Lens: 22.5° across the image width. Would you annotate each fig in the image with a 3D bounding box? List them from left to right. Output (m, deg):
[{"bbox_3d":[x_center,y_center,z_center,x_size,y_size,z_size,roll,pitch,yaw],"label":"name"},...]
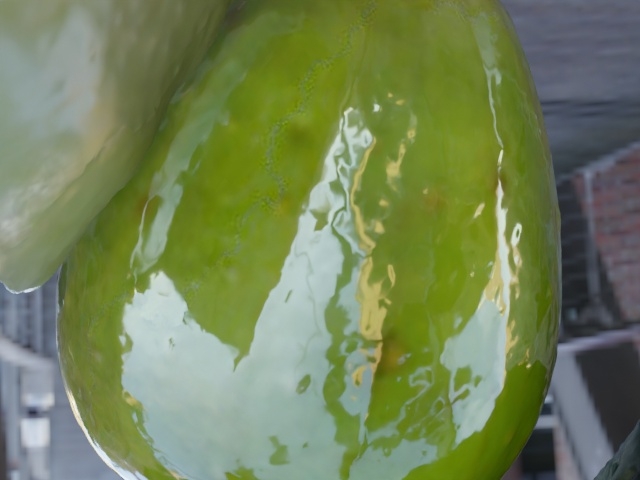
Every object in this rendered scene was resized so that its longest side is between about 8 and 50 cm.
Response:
[{"bbox_3d":[0.000,0.000,0.800,0.258,0.326,0.258,7,-150,-4],"label":"fig"}]

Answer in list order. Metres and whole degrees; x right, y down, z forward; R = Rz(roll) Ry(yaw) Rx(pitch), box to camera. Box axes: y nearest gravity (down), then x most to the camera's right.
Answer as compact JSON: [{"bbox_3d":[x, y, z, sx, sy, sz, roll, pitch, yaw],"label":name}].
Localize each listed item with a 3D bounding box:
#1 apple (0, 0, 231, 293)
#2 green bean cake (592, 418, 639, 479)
[{"bbox_3d":[-0.154,-0.123,0.503,0.258,0.233,0.295,42,147,-22],"label":"apple"},{"bbox_3d":[0.249,0.276,0.846,0.300,0.308,0.169,28,133,1],"label":"green bean cake"}]
